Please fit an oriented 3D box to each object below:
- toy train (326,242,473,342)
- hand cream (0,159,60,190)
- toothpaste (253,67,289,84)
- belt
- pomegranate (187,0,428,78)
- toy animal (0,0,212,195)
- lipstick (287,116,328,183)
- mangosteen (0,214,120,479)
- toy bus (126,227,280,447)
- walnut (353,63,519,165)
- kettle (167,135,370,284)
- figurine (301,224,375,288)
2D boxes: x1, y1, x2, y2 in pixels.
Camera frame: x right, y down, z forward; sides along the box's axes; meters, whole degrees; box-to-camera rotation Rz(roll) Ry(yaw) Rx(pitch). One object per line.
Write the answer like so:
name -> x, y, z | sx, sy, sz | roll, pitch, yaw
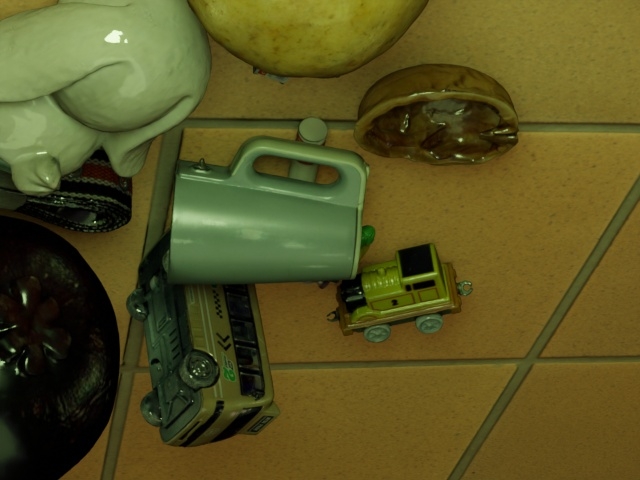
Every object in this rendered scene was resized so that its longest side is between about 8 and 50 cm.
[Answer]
toy train -> 0.110, 0.075, 2.338 | 0.219, 0.089, 0.127 | -12, 138, 7
hand cream -> -0.434, -0.150, 1.844 | 0.312, 0.111, 0.070 | 17, 165, -30
toothpaste -> -0.008, -0.249, 1.817 | 0.047, 0.040, 0.196 | 18, 140, -29
belt -> -0.394, -0.083, 1.947 | 0.360, 0.094, 0.126 | 8, 144, -27
pomegranate -> -0.013, -0.284, 1.570 | 0.260, 0.260, 0.260 | -6, 149, -4
toy animal -> -0.235, -0.178, 1.726 | 0.265, 0.206, 0.272 | -23, 144, 29
lipstick -> -0.018, -0.104, 2.054 | 0.038, 0.038, 0.130 | -2, 149, -10
mangosteen -> -0.459, 0.164, 2.083 | 0.382, 0.382, 0.435 | 14, 155, -32
toy bus -> -0.156, 0.132, 2.171 | 0.157, 0.289, 0.139 | 9, 142, -32
walnut -> 0.140, -0.164, 1.945 | 0.211, 0.087, 0.167 | 6, 153, -19
kettle -> -0.066, -0.039, 2.025 | 0.243, 0.160, 0.210 | 3, 120, -3
figurine -> 0.000, 0.000, 2.188 | 0.115, 0.094, 0.156 | 29, 156, -16
